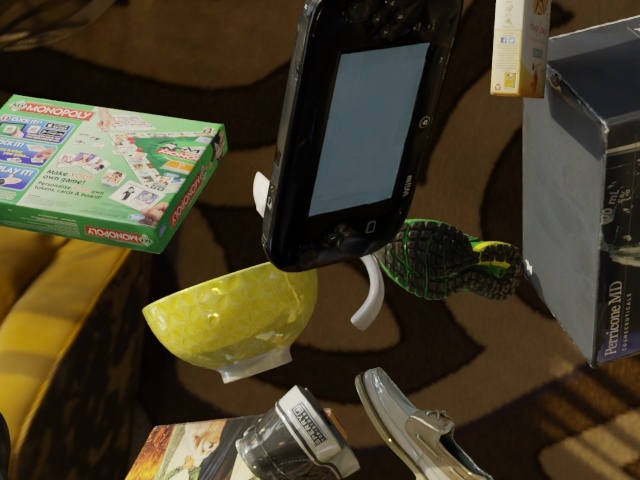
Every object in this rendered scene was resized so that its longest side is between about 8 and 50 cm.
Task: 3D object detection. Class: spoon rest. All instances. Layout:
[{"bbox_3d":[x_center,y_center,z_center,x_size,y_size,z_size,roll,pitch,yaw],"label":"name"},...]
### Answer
[{"bbox_3d":[0.000,0.000,1.576,0.084,0.137,0.276,-40,69,1],"label":"spoon rest"}]

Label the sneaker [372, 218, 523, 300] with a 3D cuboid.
[{"bbox_3d":[0.206,0.038,1.971,0.146,0.343,0.134,15,90,47],"label":"sneaker"}]

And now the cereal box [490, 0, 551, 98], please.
[{"bbox_3d":[0.288,-0.323,1.558,0.047,0.173,0.240,6,99,23],"label":"cereal box"}]

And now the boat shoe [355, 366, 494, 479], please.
[{"bbox_3d":[0.178,0.327,1.839,0.103,0.113,0.302,-40,79,17],"label":"boat shoe"}]

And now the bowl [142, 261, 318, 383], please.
[{"bbox_3d":[-0.123,0.137,1.764,0.289,0.289,0.156,-21,86,22],"label":"bowl"}]

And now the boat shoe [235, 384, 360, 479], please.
[{"bbox_3d":[-0.028,0.235,1.221,0.105,0.306,0.113,-35,81,-3],"label":"boat shoe"}]

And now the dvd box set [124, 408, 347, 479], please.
[{"bbox_3d":[-0.164,0.393,1.381,0.307,0.420,0.062,-11,124,30],"label":"dvd box set"}]

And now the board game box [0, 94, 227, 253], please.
[{"bbox_3d":[-0.305,-0.092,1.411,0.317,0.213,0.046,10,133,17],"label":"board game box"}]

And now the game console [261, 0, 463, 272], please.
[{"bbox_3d":[0.051,-0.133,0.611,0.213,0.044,0.361,-6,130,-24],"label":"game console"}]

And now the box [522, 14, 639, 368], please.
[{"bbox_3d":[0.596,-0.109,1.794,0.471,0.297,0.480,-15,128,-8],"label":"box"}]

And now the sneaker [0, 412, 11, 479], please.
[{"bbox_3d":[-0.308,0.268,0.909,0.101,0.106,0.267,1,106,-22],"label":"sneaker"}]
